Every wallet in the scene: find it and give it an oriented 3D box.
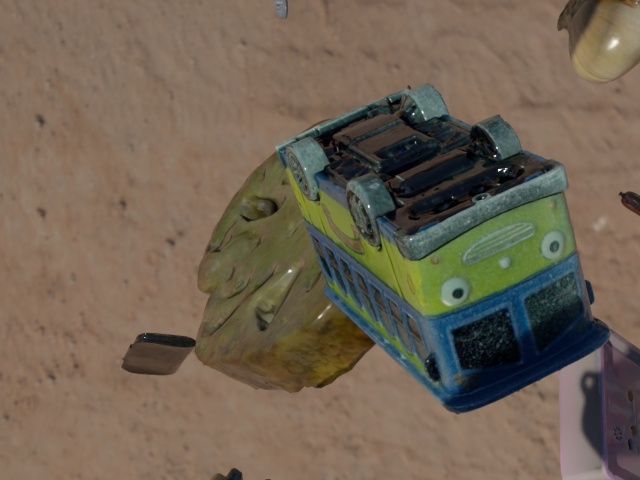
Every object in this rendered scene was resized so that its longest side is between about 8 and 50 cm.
[{"bbox_3d":[-0.218,0.153,1.733,0.082,0.156,0.018,9,68,-13],"label":"wallet"}]

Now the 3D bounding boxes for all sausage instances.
[{"bbox_3d":[0.524,-0.048,2.076,0.107,0.031,0.031,30,62,-4],"label":"sausage"}]

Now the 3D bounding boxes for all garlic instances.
[{"bbox_3d":[0.322,-0.241,1.365,0.099,0.124,0.174,26,78,-12],"label":"garlic"}]

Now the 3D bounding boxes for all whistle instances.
[{"bbox_3d":[-0.047,-0.276,1.375,0.029,0.033,0.083,-25,117,-40],"label":"whistle"}]

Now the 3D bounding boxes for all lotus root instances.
[{"bbox_3d":[0.000,0.000,1.517,0.111,0.375,0.390,39,15,-26],"label":"lotus root"}]

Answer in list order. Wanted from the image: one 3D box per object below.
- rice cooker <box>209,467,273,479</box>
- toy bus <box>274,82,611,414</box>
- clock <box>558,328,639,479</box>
[{"bbox_3d":[-0.013,0.209,0.707,0.206,0.145,0.127,36,81,-29],"label":"rice cooker"},{"bbox_3d":[0.092,-0.006,1.099,0.152,0.312,0.190,-24,113,-12],"label":"toy bus"},{"bbox_3d":[0.351,0.217,1.549,0.150,0.063,0.197,31,50,-37],"label":"clock"}]
